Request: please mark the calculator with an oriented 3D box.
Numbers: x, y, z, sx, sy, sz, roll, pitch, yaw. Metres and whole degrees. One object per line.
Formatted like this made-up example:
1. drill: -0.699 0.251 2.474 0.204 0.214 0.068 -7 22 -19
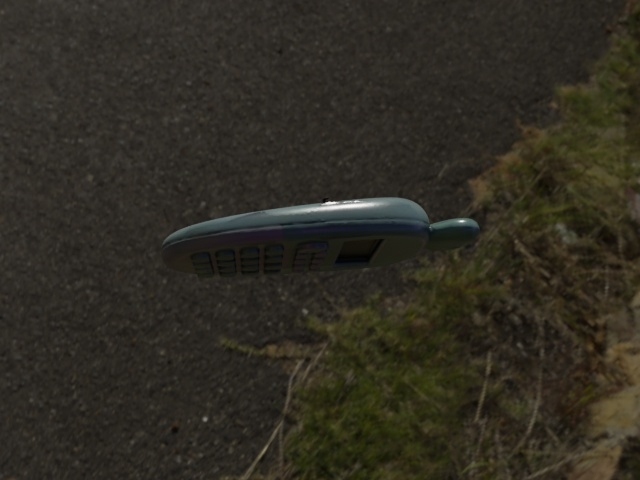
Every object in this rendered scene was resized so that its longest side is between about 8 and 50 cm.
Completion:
1. calculator: 0.000 0.000 0.885 0.299 0.185 0.041 -6 79 -4
